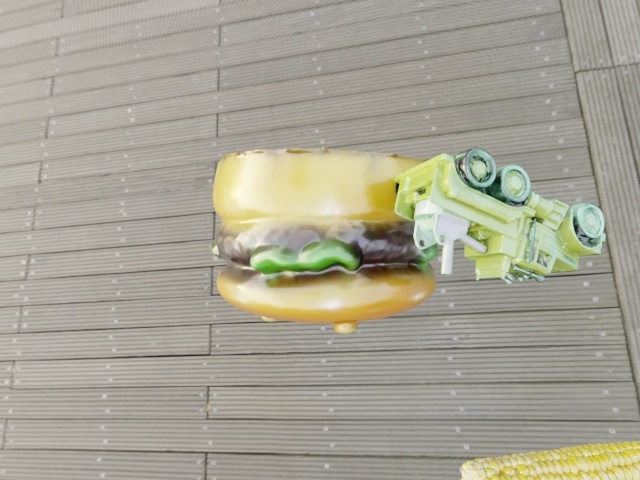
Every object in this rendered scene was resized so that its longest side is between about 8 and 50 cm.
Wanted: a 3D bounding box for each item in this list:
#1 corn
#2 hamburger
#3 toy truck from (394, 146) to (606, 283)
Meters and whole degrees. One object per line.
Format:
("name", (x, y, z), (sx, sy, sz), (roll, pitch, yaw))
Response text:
("corn", (0.291, 0.284, 0.479), (0.244, 0.093, 0.093), (-6, 75, 2))
("hamburger", (0.000, 0.000, 0.718), (0.396, 0.396, 0.277), (1, 95, 13))
("toy truck", (0.219, -0.009, 0.533), (0.260, 0.128, 0.135), (15, 77, -21))
